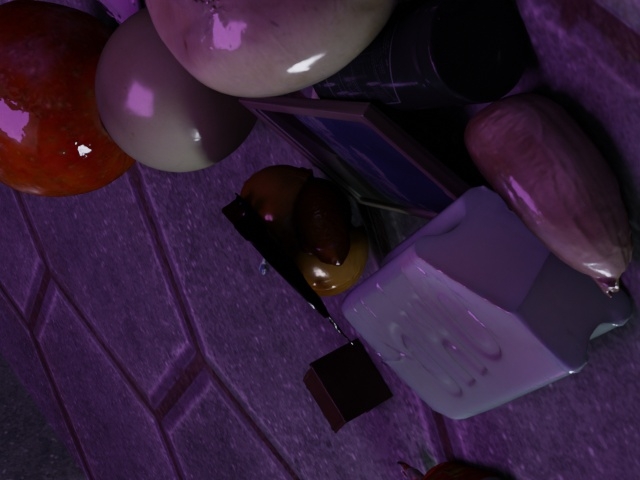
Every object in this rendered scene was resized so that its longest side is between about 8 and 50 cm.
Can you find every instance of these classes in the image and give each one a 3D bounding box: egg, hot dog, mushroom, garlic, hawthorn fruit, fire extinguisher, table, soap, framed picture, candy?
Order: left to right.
[{"bbox_3d":[-0.366,-0.188,2.130,0.284,0.284,0.284,48,154,33],"label":"hawthorn fruit"},{"bbox_3d":[-0.160,-0.169,1.775,0.188,0.188,0.253,61,165,7],"label":"egg"},{"bbox_3d":[-0.050,-0.244,1.315,0.202,0.246,0.246,34,-178,-42],"label":"mushroom"},{"bbox_3d":[-0.004,-0.005,1.650,0.194,0.107,0.326,46,180,-16],"label":"hot dog"},{"bbox_3d":[0.029,0.181,1.905,0.083,0.070,0.082,57,157,13],"label":"table"},{"bbox_3d":[0.046,-0.081,1.511,0.189,0.023,0.260,39,169,-28],"label":"framed picture"},{"bbox_3d":[0.066,-0.167,1.403,0.311,0.095,0.114,0,70,65],"label":"fire extinguisher"},{"bbox_3d":[0.162,0.292,1.746,0.086,0.059,0.292,66,159,-9],"label":"candy"},{"bbox_3d":[0.140,0.062,1.434,0.173,0.095,0.289,46,158,-1],"label":"soap"},{"bbox_3d":[0.186,-0.050,1.269,0.195,0.087,0.101,51,179,20],"label":"garlic"}]

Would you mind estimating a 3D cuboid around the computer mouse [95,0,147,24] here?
[{"bbox_3d":[-0.276,-0.372,1.964,0.310,0.072,0.158,45,151,38],"label":"computer mouse"}]

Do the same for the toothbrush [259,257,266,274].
[{"bbox_3d":[-0.066,0.012,2.008,0.131,0.011,0.013,112,141,-63],"label":"toothbrush"}]

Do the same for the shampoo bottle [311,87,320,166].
[{"bbox_3d":[0.005,-0.119,1.670,0.049,0.034,0.141,49,156,19],"label":"shampoo bottle"}]
